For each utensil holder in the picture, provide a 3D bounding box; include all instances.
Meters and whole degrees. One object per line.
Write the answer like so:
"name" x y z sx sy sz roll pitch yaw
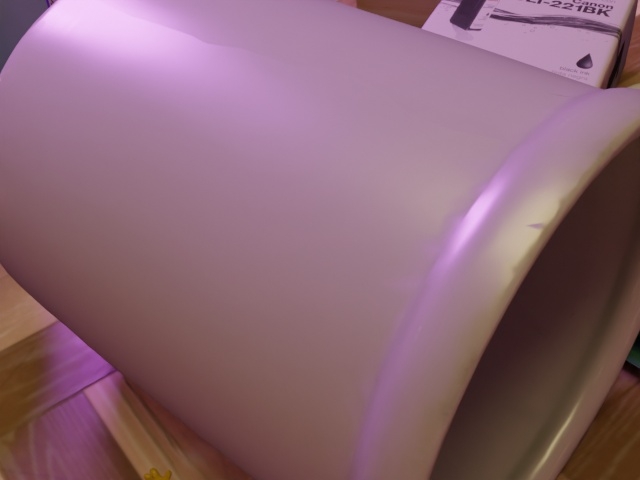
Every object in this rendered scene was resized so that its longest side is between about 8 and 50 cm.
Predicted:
"utensil holder" 0.000 0.000 0.589 0.385 0.328 0.327 28 52 31

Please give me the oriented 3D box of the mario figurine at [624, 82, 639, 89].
"mario figurine" 0.420 -0.112 0.842 0.320 0.170 0.198 -32 14 -39

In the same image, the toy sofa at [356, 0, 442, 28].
"toy sofa" 0.163 -0.447 1.127 0.150 0.177 0.363 11 46 15

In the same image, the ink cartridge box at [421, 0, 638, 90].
"ink cartridge box" 0.209 -0.181 0.897 0.196 0.114 0.273 16 47 20

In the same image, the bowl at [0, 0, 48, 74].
"bowl" -0.442 -0.264 0.988 0.311 0.163 0.312 -2 44 1

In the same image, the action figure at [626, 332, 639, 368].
"action figure" 0.269 0.058 0.695 0.232 0.064 0.137 28 55 32

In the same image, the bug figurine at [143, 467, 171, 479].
"bug figurine" -0.094 0.265 0.496 0.279 0.072 0.216 26 45 32

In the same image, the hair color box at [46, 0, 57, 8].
"hair color box" -0.136 -0.274 0.963 0.110 0.185 0.339 27 52 27
